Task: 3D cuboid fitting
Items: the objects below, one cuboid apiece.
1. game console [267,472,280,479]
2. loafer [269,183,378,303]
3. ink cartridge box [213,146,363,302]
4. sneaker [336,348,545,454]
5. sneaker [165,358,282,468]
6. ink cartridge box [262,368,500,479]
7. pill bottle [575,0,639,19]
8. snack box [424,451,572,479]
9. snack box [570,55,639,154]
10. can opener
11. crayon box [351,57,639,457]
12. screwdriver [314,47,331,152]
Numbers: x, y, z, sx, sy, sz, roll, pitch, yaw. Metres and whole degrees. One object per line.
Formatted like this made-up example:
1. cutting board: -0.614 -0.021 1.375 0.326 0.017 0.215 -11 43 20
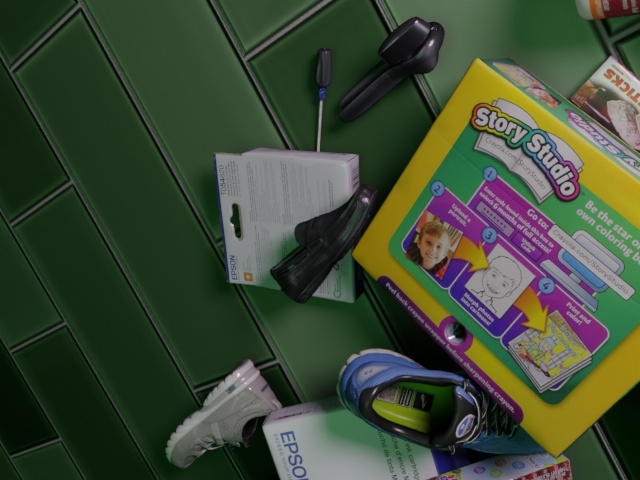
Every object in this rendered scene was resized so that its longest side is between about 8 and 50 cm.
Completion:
1. game console: -0.046 0.475 1.249 0.071 0.107 0.122 -17 101 61
2. loafer: 0.000 0.000 0.974 0.078 0.076 0.223 37 127 -1
3. ink cartridge box: -0.047 -0.027 1.061 0.224 0.045 0.223 8 115 24
4. sneaker: 0.189 0.231 0.923 0.330 0.147 0.129 8 96 -6
5. sneaker: -0.176 0.334 1.240 0.115 0.105 0.281 45 123 6
6. ink cartridge box: 0.116 0.378 1.057 0.330 0.071 0.324 -16 99 15
7. pill bottle: 0.368 -0.289 0.689 0.221 0.121 0.121 2 110 28
8. snack box: 0.253 0.398 0.989 0.207 0.070 0.174 -14 104 -8
9. snack box: 0.376 -0.129 0.808 0.178 0.022 0.064 44 122 7
10. can opener: 0.086 -0.219 0.914 0.073 0.059 0.186 34 136 -19
11. crayon box: 0.252 0.015 0.839 0.363 0.106 0.313 46 124 22
12. screwdriver: 0.002 -0.184 0.990 0.025 0.024 0.169 31 128 49
